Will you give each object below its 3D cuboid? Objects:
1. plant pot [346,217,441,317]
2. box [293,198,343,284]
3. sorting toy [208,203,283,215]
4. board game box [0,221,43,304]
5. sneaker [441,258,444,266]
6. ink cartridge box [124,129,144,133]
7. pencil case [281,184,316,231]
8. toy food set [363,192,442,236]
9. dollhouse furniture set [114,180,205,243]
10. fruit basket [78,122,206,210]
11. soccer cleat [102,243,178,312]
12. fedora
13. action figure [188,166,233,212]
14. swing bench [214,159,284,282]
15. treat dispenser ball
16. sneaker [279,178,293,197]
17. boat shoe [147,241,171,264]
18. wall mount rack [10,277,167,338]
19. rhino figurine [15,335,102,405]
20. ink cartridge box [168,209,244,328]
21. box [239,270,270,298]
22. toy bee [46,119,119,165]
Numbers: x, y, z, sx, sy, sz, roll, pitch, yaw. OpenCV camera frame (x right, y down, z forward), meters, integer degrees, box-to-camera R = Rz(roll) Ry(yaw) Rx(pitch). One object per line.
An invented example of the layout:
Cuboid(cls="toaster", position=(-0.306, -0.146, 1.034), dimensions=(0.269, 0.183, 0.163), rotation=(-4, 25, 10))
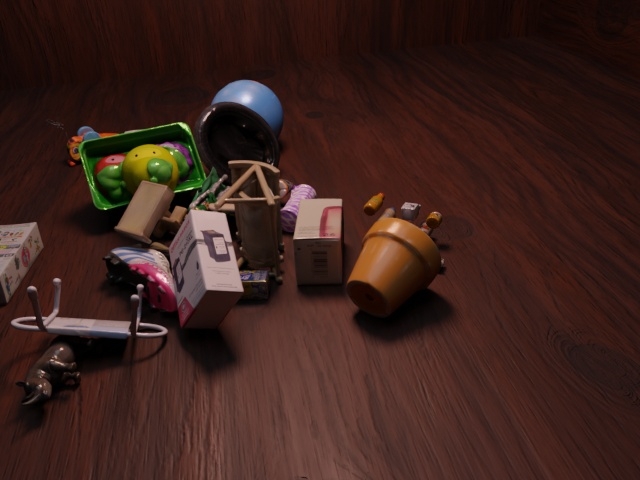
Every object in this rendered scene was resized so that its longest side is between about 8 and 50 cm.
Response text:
Cuboid(cls="plant pot", position=(0.165, 0.080, 1.545), dimensions=(0.205, 0.205, 0.188), rotation=(18, 52, 33))
Cuboid(cls="box", position=(0.000, 0.000, 1.728), dimensions=(0.126, 0.149, 0.232), rotation=(-1, 31, 4))
Cuboid(cls="sorting toy", position=(-0.227, -0.093, 1.967), dimensions=(0.192, 0.038, 0.208), rotation=(2, 2, 11))
Cuboid(cls="board game box", position=(-0.954, 0.066, 1.780), dimensions=(0.223, 0.098, 0.303), rotation=(-4, 32, -1))
Cuboid(cls="sneaker", position=(0.289, 0.055, 1.719), dimensions=(0.109, 0.040, 0.043), rotation=(21, 22, 30))
Cuboid(cls="ink cartridge box", position=(-0.683, -0.296, 2.304), dimensions=(0.092, 0.159, 0.218), rotation=(-5, 30, 0))
Cuboid(cls="pencil case", position=(-0.076, -0.107, 1.979), dimensions=(0.088, 0.086, 0.206), rotation=(33, 32, -5))
Cuboid(cls="toy food set", position=(0.254, -0.071, 1.855), dimensions=(0.232, 0.111, 0.104), rotation=(9, 33, 25))
Cuboid(cls="dollhouse furniture set", position=(-0.448, -0.036, 1.809), dimensions=(0.212, 0.242, 0.161), rotation=(14, 70, 29))
Cuboid(cls="fruit basket", position=(-0.562, -0.235, 2.007), dimensions=(0.391, 0.283, 0.392), rotation=(-19, -12, -4))
Cuboid(cls="soccer cleat", position=(-0.446, 0.082, 1.672), dimensions=(0.331, 0.116, 0.143), rotation=(24, 37, 37))
Cuboid(cls="fedora", position=(-0.316, -0.323, 2.238), dimensions=(0.334, 0.334, 0.152), rotation=(-26, 5, -33))
Cuboid(cls="action figure", position=(-0.361, -0.124, 2.028), dimensions=(0.063, 0.137, 0.232), rotation=(-13, 30, 38))
Cuboid(cls="swing bench", position=(-0.182, -0.055, 1.727), dimensions=(0.165, 0.253, 0.255), rotation=(0, 33, 3))
Cuboid(cls="treat dispenser ball", position=(-0.287, -0.478, 2.442), dimensions=(0.288, 0.288, 0.288), rotation=(-3, 30, 2))
Cuboid(cls="sneaker", position=(-0.186, -0.163, 2.086), dimensions=(0.214, 0.084, 0.083), rotation=(-1, 14, 30))
Cuboid(cls="boat shoe", position=(-0.436, 0.049, 1.797), dimensions=(0.152, 0.056, 0.049), rotation=(13, 48, 28))
Cuboid(cls="wall mount rack", position=(-0.521, 0.156, 1.419), dimensions=(0.349, 0.131, 0.304), rotation=(5, 3, -14))
Cuboid(cls="rhino figurine", position=(-0.584, 0.284, 1.377), dimensions=(0.106, 0.073, 0.243), rotation=(5, 27, 7))
Cuboid(cls="ink cartridge box", position=(-0.283, 0.069, 1.519), dimensions=(0.100, 0.172, 0.237), rotation=(7, 50, -33))
Cuboid(cls="box", position=(-0.218, 0.117, 1.640), dimensions=(0.168, 0.059, 0.054), rotation=(0, 29, 6))
Cuboid(cls="toy bee", position=(-0.952, -0.377, 2.517), dimensions=(0.298, 0.162, 0.195), rotation=(13, 16, -21))
